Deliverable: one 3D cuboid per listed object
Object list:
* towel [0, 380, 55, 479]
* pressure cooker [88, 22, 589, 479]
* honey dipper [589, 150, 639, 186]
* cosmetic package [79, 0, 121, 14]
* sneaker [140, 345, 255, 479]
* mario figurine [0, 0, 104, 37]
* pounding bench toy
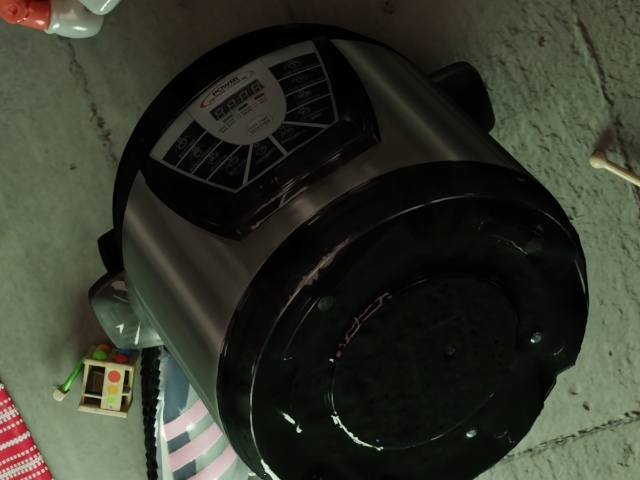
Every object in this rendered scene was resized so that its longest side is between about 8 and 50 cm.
[{"bbox_3d":[-0.393,0.268,2.001,0.199,0.031,0.275,-25,101,8],"label":"towel"},{"bbox_3d":[0.000,0.005,1.730,0.370,0.420,0.375,7,117,-31],"label":"pressure cooker"},{"bbox_3d":[0.348,-0.051,1.889,0.160,0.030,0.030,29,103,-1],"label":"honey dipper"},{"bbox_3d":[-0.195,-0.482,1.615,0.393,0.327,0.329,42,122,-7],"label":"cosmetic package"},{"bbox_3d":[-0.118,0.193,1.944,0.131,0.112,0.319,-6,107,-13],"label":"sneaker"},{"bbox_3d":[-0.329,-0.285,1.839,0.320,0.170,0.198,-21,138,18],"label":"mario figurine"},{"bbox_3d":[-0.239,0.143,1.951,0.083,0.052,0.065,8,104,1],"label":"pounding bench toy"}]
